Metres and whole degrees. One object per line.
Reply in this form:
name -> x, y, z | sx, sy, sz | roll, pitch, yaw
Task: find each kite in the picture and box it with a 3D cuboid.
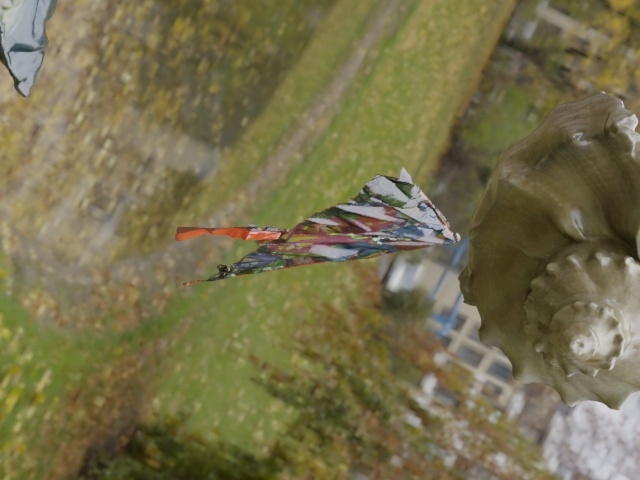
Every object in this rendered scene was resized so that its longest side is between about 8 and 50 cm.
kite -> 0.000, 0.001, 0.748 | 0.232, 0.189, 0.009 | -31, -119, 56

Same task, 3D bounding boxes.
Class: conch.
conch -> 0.220, -0.008, 1.127 | 0.324, 0.186, 0.263 | -95, -172, -63

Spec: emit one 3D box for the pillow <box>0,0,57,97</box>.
pillow -> -0.080, -0.201, 0.435 | 0.189, 0.034, 0.255 | 100, -2, -56
